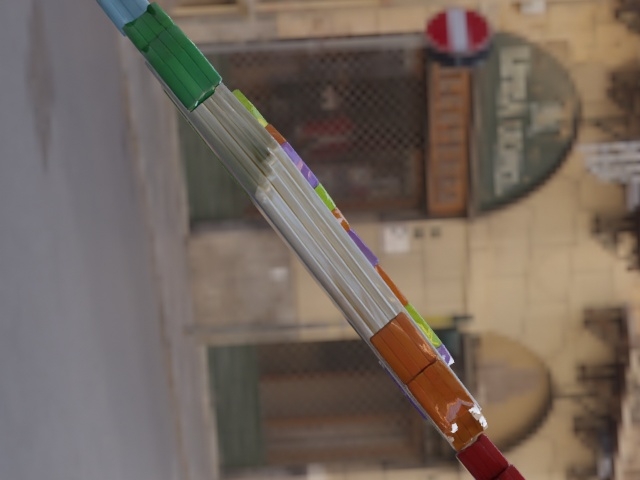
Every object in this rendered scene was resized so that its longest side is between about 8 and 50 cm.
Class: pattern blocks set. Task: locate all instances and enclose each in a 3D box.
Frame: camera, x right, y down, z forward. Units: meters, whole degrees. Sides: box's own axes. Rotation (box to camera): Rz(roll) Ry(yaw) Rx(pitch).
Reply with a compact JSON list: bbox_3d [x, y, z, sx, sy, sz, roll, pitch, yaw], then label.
[{"bbox_3d":[0.000,0.000,0.799,0.285,0.026,0.325,50,-2,44],"label":"pattern blocks set"}]
